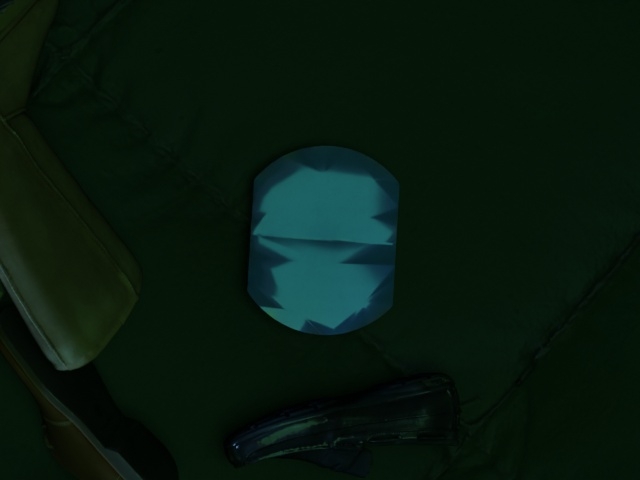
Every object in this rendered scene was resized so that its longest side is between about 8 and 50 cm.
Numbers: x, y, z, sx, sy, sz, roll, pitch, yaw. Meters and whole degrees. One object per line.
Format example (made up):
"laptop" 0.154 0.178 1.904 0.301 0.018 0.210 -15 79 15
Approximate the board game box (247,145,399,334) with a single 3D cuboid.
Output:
"board game box" 0.000 0.000 1.667 0.133 0.033 0.169 3 88 -11

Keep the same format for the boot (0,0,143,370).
"boot" -0.233 -0.065 1.564 0.269 0.089 0.236 57 48 -27

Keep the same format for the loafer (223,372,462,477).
"loafer" 0.024 0.176 1.662 0.223 0.076 0.078 -12 89 -18

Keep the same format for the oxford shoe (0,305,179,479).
"oxford shoe" -0.219 0.152 1.600 0.076 0.076 0.212 -36 93 30

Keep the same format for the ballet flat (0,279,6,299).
"ballet flat" -0.352 0.167 1.543 0.123 0.123 0.348 21 88 -16
